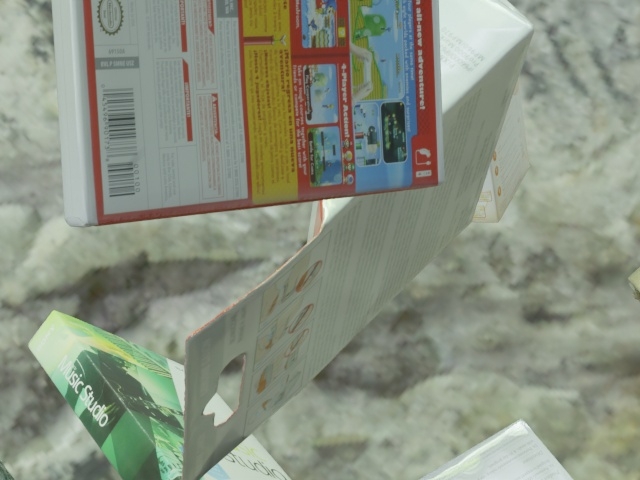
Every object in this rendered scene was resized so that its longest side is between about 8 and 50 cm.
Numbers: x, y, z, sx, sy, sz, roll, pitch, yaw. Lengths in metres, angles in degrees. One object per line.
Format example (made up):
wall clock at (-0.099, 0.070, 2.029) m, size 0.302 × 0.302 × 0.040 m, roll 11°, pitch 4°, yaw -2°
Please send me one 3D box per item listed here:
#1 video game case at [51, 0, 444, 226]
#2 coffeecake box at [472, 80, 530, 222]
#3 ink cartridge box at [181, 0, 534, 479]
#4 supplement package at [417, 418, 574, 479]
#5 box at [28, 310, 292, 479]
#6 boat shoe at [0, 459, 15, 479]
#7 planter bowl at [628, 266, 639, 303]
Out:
video game case at (-0.034, -0.122, 0.913) m, size 0.285 × 0.025 × 0.204 m, roll -8°, pitch -82°, yaw -41°
coffeecake box at (0.164, -0.132, 1.604) m, size 0.142 × 0.068 × 0.185 m, roll -53°, pitch -42°, yaw -55°
ink cartridge box at (0.000, 0.000, 1.230) m, size 0.385 × 0.091 × 0.308 m, roll -42°, pitch -18°, yaw -24°
supplement package at (0.178, 0.299, 1.267) m, size 0.134 × 0.244 × 0.139 m, roll -26°, pitch -27°, yaw -30°
box at (-0.144, 0.207, 1.570) m, size 0.232 × 0.322 × 0.058 m, roll 29°, pitch -82°, yaw -44°
boat shoe at (-0.253, 0.255, 1.267) m, size 0.099 × 0.319 × 0.116 m, roll -8°, pitch -39°, yaw -53°
planter bowl at (0.288, 0.038, 1.071) m, size 0.109 × 0.162 × 0.162 m, roll -35°, pitch -55°, yaw 4°
